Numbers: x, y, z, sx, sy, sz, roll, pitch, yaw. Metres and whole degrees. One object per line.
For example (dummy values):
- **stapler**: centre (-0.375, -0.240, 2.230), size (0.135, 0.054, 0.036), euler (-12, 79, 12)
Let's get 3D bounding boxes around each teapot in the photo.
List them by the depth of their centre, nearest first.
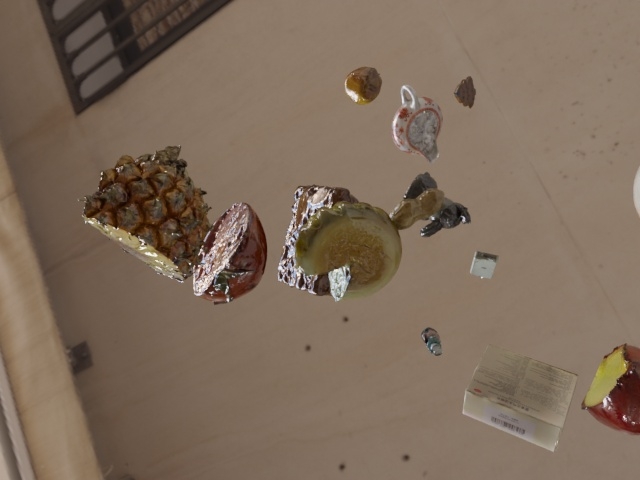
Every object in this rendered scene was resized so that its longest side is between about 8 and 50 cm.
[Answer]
- **teapot**: centre (0.268, -0.333, 1.562), size (0.245, 0.159, 0.116), euler (54, -174, -44)

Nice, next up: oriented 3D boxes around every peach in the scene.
- **peach**: centre (0.942, 0.451, 1.656), size (0.201, 0.258, 0.362), euler (30, 165, 20)

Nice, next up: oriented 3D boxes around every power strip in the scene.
- **power strip**: centre (0.573, 0.087, 1.949), size (0.192, 0.081, 0.035), euler (67, -140, -65)

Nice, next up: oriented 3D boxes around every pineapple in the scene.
- **pineapple**: centre (-0.315, -0.082, 1.239), size (0.344, 0.209, 0.286), euler (62, -132, -63)

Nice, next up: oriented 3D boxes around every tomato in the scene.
- **tomato**: centre (-0.244, 0.053, 1.670), size (0.170, 0.309, 0.309), euler (35, -151, -30)

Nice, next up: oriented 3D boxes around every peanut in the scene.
- **peanut**: centre (0.294, -0.099, 1.700), size (0.089, 0.192, 0.089), euler (61, 175, 9)

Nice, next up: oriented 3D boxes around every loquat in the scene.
- **loquat**: centre (0.151, -0.540, 1.933), size (0.113, 0.137, 0.137), euler (44, -155, -46)

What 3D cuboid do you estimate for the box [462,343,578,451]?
- **box**: centre (0.456, 0.355, 1.270), size (0.168, 0.212, 0.095), euler (-43, -39, -43)

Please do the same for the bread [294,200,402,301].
- **bread**: centre (0.086, 0.020, 1.659), size (0.333, 0.333, 0.160), euler (51, -179, -30)

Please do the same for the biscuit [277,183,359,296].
- **biscuit**: centre (0.000, 0.000, 2.032), size (0.166, 0.395, 0.342), euler (13, 180, -26)

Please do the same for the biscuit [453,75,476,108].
- **biscuit**: centre (0.544, -0.552, 2.081), size (0.130, 0.019, 0.119), euler (-19, -74, -38)

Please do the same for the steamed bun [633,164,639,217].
- **steamed bun**: centre (0.653, -0.064, 0.985), size (0.231, 0.145, 0.232), euler (14, -122, -24)

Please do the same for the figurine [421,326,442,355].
- **figurine**: centre (0.307, 0.276, 1.506), size (0.060, 0.047, 0.106), euler (34, -166, -11)

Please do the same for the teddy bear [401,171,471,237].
- **teddy bear**: centre (0.386, -0.101, 1.920), size (0.251, 0.171, 0.144), euler (52, -177, 21)
